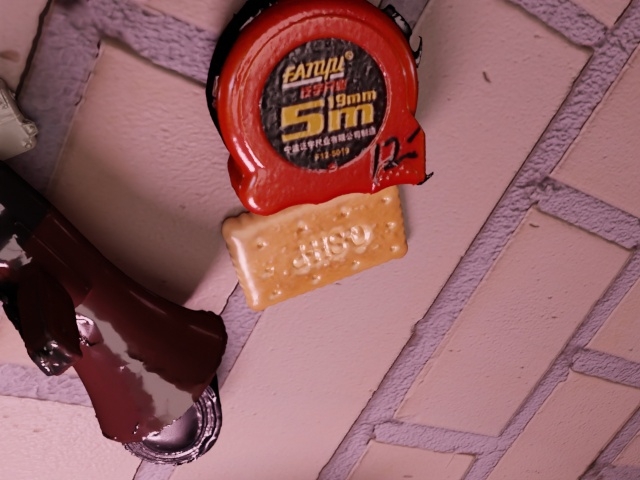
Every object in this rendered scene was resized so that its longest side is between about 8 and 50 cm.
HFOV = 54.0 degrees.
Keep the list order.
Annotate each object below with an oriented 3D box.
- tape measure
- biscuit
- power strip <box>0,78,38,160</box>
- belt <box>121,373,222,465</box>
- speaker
[{"bbox_3d":[-0.001,-0.161,0.718,0.253,0.114,0.261,-14,120,-12],"label":"tape measure"},{"bbox_3d":[0.000,0.000,0.864,0.249,0.030,0.160,-19,125,-9],"label":"biscuit"},{"bbox_3d":[-0.396,-0.101,0.652,0.192,0.035,0.081,-24,125,-6],"label":"power strip"},{"bbox_3d":[-0.219,0.231,0.896,0.151,0.078,0.199,-4,124,-13],"label":"belt"},{"bbox_3d":[-0.269,0.093,0.672,0.198,0.259,0.329,-25,130,16],"label":"speaker"}]
